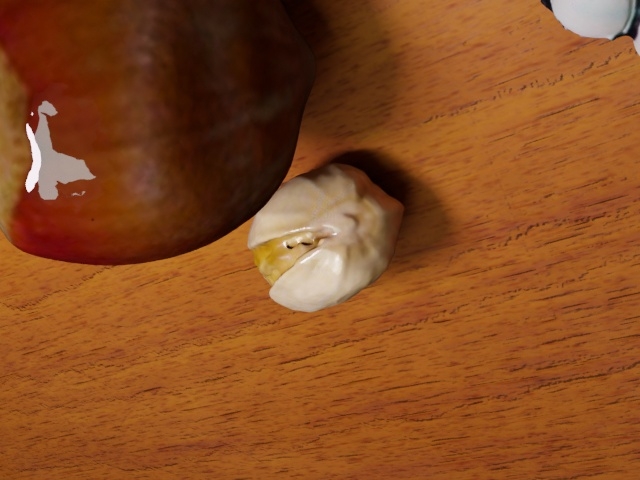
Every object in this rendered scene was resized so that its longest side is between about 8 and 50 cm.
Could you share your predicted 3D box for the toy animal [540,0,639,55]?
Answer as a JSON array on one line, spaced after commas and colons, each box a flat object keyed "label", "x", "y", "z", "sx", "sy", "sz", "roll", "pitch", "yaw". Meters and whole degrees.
[{"label": "toy animal", "x": 0.283, "y": -0.221, "z": 1.188, "sx": 0.179, "sy": 0.138, "sz": 0.166, "roll": 29, "pitch": 160, "yaw": 11}]

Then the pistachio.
[{"label": "pistachio", "x": 0.000, "y": 0.000, "z": 1.652, "sx": 0.157, "sy": 0.157, "sz": 0.229, "roll": 39, "pitch": 149, "yaw": -11}]

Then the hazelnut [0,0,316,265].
[{"label": "hazelnut", "x": -0.198, "y": -0.158, "z": 1.454, "sx": 0.365, "sy": 0.366, "sz": 0.366, "roll": 19, "pitch": 142, "yaw": 16}]
